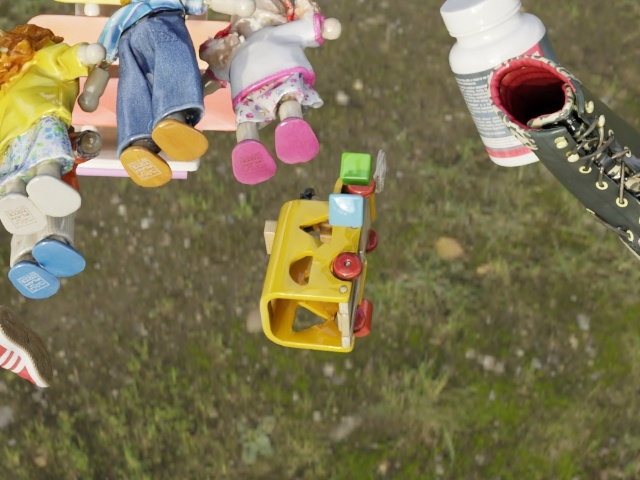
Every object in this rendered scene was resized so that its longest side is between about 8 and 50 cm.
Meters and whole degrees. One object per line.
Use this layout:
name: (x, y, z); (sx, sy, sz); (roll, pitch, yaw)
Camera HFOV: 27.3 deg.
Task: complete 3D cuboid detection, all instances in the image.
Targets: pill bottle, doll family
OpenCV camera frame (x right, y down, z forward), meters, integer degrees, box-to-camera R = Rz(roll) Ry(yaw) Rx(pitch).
pill bottle: (0.198, -0.180, 1.395); (0.108, 0.180, 0.108); (-23, 22, 10)
doll family: (-0.123, -0.096, 0.789); (0.263, 0.118, 0.163); (-25, 48, 16)

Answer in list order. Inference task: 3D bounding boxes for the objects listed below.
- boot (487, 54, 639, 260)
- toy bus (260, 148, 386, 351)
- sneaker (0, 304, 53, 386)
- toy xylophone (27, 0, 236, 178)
boot: (0.249, -0.056, 1.105); (0.085, 0.178, 0.236); (-50, 50, 8)
toy bus: (-0.002, 0.006, 1.272); (0.104, 0.191, 0.202); (5, 6, 8)
sneaker: (-0.290, 0.101, 1.178); (0.067, 0.118, 0.042); (-15, 52, 9)
toy xylophone: (-0.181, -0.208, 1.104); (0.236, 0.323, 0.081); (-6, 5, -3)
